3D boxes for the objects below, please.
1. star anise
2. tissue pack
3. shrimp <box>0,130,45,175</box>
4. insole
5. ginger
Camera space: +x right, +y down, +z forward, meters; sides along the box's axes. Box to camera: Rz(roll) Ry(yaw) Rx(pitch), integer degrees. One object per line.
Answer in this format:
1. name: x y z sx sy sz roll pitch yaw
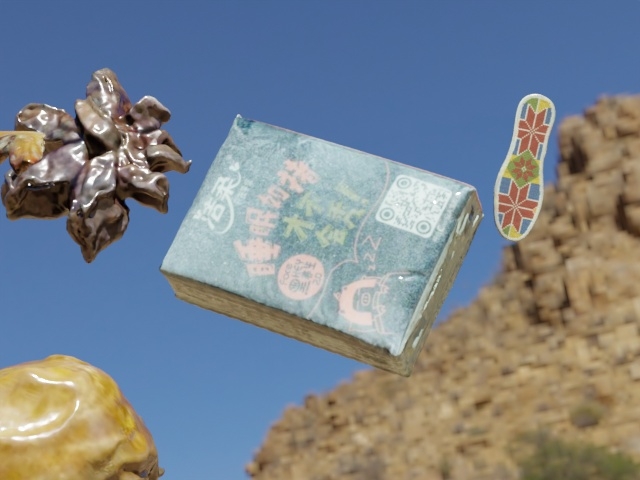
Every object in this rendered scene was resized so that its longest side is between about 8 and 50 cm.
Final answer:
1. star anise: -0.250 -0.094 1.642 0.214 0.220 0.099 -33 -34 -25
2. tissue pack: 0.000 0.000 1.753 0.315 0.228 0.103 18 -22 22
3. shrimp: -0.268 -0.054 1.152 0.132 0.052 0.187 -40 29 -14
4. insole: 0.264 -0.094 1.980 0.065 0.193 0.006 12 7 -3
5. ginger: -0.299 0.246 1.568 0.269 0.223 0.200 -52 -6 -11
